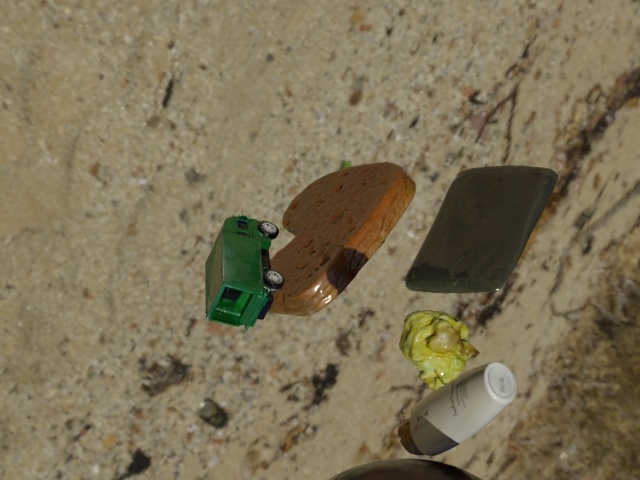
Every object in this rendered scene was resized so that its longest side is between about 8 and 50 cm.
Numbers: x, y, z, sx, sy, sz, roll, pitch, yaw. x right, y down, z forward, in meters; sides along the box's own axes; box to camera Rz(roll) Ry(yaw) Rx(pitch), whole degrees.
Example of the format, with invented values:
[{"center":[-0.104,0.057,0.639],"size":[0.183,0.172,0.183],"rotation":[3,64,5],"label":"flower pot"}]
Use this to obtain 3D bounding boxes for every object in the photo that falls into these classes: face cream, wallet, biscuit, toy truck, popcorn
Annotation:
[{"center":[0.148,0.189,1.002],"size":[0.182,0.051,0.072],"rotation":[131,-33,-51],"label":"face cream"},{"center":[0.233,-0.014,1.317],"size":[0.245,0.169,0.052],"rotation":[-57,131,-32],"label":"wallet"},{"center":[0.001,0.001,1.239],"size":[0.262,0.052,0.277],"rotation":[-10,-143,54],"label":"biscuit"},{"center":[-0.092,0.033,1.079],"size":[0.147,0.079,0.065],"rotation":[-97,-150,-50],"label":"toy truck"},{"center":[0.100,0.090,0.780],"size":[0.060,0.068,0.083],"rotation":[-34,161,-3],"label":"popcorn"}]

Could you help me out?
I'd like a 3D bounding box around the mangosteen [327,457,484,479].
[{"center":[0.081,0.357,0.840],"size":[0.311,0.311,0.311],"rotation":[-50,159,-27],"label":"mangosteen"}]
